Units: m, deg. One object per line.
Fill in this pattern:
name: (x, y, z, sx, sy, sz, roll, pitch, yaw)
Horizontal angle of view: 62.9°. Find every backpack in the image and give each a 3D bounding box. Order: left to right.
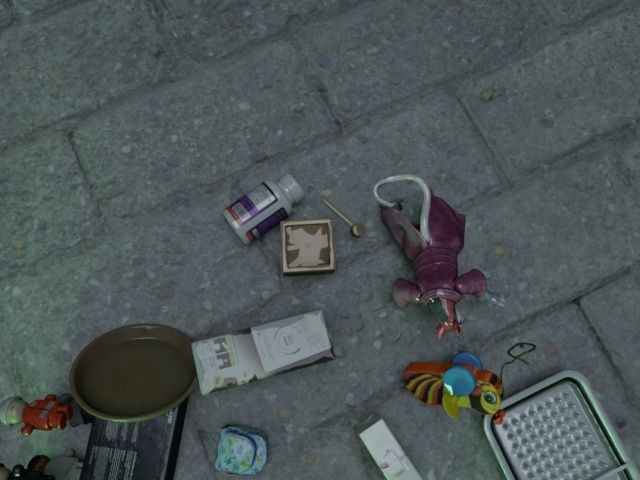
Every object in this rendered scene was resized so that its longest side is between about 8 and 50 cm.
backpack: (-0.179, 0.483, 1.196, 0.114, 0.084, 0.104, 10, 80, -3)

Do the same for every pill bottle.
pill bottle: (-0.139, -0.083, 1.306, 0.193, 0.108, 0.108, -36, 82, -9)

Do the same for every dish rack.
dish rack: (0.557, 0.501, 1.231, 0.286, 0.072, 0.332, -24, 80, -6)

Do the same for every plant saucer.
plant saucer: (-0.409, 0.296, 1.174, 0.278, 0.041, 0.277, 6, 34, -4)

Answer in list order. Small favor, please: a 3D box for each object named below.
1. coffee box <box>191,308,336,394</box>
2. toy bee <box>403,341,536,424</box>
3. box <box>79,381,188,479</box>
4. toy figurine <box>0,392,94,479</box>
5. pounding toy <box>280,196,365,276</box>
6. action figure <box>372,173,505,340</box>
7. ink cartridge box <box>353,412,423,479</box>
coffee box: (-0.125, 0.254, 1.205, 0.297, 0.168, 0.118, -14, 79, -5)
toy bee: (0.341, 0.343, 1.182, 0.195, 0.298, 0.162, -23, 94, -37)
box: (-0.417, 0.463, 1.181, 0.184, 0.103, 0.261, 8, 77, 2)
toy figurine: (-0.594, 0.436, 1.126, 0.148, 0.209, 0.212, 5, 79, 5)
pounding toy: (0.005, -0.009, 1.303, 0.206, 0.094, 0.181, -3, 79, -3)
action figure: (0.276, 0.047, 1.206, 0.248, 0.275, 0.370, -14, 50, 12)
ink cartridge box: (0.161, 0.500, 1.191, 0.067, 0.115, 0.198, -32, 82, -9)
